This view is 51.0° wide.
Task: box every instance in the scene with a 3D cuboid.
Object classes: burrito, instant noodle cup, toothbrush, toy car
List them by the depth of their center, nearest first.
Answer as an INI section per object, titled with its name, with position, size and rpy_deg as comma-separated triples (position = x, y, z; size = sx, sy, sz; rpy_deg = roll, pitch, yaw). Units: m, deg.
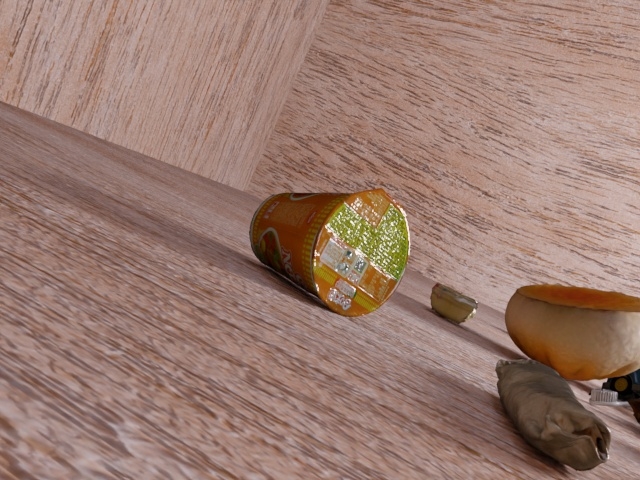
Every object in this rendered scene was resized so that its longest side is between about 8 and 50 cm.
[burrito]
position = 0.219, 0.161, 0.645
size = 0.082, 0.059, 0.275
rpy_deg = 18, 2, 8
[instant noodle cup]
position = 0.000, 0.000, 0.909
size = 0.168, 0.169, 0.185
rpy_deg = 22, -4, -40
[toothbrush]
position = 0.579, 0.264, 1.087
size = 0.288, 0.024, 0.021
rpy_deg = 4, 5, 0
[toy car]
position = 0.652, 0.272, 1.296
size = 0.097, 0.100, 0.191
rpy_deg = 31, -22, -27

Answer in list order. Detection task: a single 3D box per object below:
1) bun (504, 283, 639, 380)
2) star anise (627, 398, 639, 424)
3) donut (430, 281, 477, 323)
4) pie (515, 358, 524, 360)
[bun]
position = 0.505, 0.185, 1.298
size = 0.298, 0.165, 0.299
rpy_deg = 5, 7, -1
[star anise]
position = 0.540, 0.288, 1.008
size = 0.167, 0.057, 0.168
rpy_deg = 21, -6, 2
[donut]
position = 0.289, 0.140, 1.477
size = 0.108, 0.065, 0.166
rpy_deg = 25, 4, 14
[pie]
position = 0.361, 0.217, 1.108
size = 0.084, 0.021, 0.084
rpy_deg = 25, 4, -2
